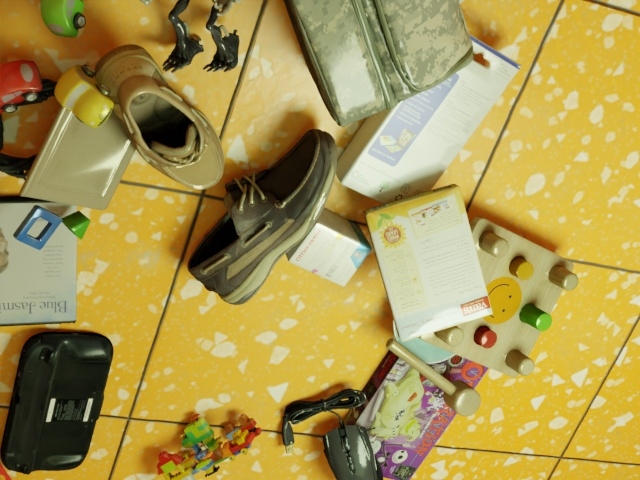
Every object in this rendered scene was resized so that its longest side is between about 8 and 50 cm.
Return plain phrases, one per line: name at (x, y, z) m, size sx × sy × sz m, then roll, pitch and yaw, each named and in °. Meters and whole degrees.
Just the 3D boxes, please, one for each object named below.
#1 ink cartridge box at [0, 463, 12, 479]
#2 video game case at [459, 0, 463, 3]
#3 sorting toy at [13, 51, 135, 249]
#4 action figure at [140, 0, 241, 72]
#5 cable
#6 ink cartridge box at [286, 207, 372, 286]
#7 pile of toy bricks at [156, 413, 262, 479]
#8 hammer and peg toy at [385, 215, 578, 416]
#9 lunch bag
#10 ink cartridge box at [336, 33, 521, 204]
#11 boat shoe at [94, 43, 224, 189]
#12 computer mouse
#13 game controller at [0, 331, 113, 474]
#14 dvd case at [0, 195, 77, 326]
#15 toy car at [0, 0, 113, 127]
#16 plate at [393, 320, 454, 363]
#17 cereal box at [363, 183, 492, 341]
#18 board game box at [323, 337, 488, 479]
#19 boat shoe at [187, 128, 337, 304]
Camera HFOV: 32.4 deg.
ink cartridge box at (-0.687, 0.489, 2.057) m, size 0.224 × 0.056 × 0.181 m, roll -17°, pitch 126°, yaw 6°
video game case at (0.205, -0.482, 1.743) m, size 0.183 × 0.023 × 0.201 m, roll -42°, pitch 125°, yaw 11°
sorting toy at (-0.370, -0.144, 1.724) m, size 0.196 × 0.047 × 0.348 m, roll 8°, pitch 115°, yaw -57°
action figure at (-0.181, -0.374, 1.612) m, size 0.164 × 0.141 × 0.276 m, roll 10°, pitch 129°, yaw 13°
cable at (-0.449, -0.183, 1.722) m, size 0.150 × 0.047 × 0.184 m, roll 38°, pitch 102°, yaw -26°
ink cartridge box at (0.000, 0.000, 1.949) m, size 0.143 × 0.090 × 0.092 m, roll 27°, pitch 111°, yaw -29°
pile of toy bricks at (-0.223, 0.386, 2.138) m, size 0.212 × 0.118 × 0.105 m, roll -31°, pitch 99°, yaw 23°
hammer and peg toy at (0.303, 0.157, 2.070) m, size 0.266 × 0.127 × 0.361 m, roll 25°, pitch 95°, yaw -29°
lunch bag at (0.083, -0.361, 1.662) m, size 0.256 × 0.213 × 0.305 m, roll -22°, pitch 125°, yaw 0°
ink cartridge box at (0.180, -0.209, 1.887) m, size 0.165 × 0.065 × 0.333 m, roll 25°, pitch 113°, yaw -29°
boat shoe at (-0.235, -0.160, 1.711) m, size 0.121 × 0.110 × 0.341 m, roll -35°, pitch 146°, yaw 3°
computer mouse at (0.021, 0.429, 2.208) m, size 0.184 × 0.060 × 0.262 m, roll -10°, pitch 112°, yaw 6°
game controller at (-0.483, 0.301, 2.021) m, size 0.166 × 0.067 × 0.319 m, roll -1°, pitch 124°, yaw -34°
dvd case at (-0.502, 0.037, 1.857) m, size 0.180 × 0.022 × 0.253 m, roll -2°, pitch 123°, yaw -16°
toy car at (-0.390, -0.286, 1.602) m, size 0.053 × 0.239 × 0.225 m, roll 13°, pitch 89°, yaw -61°
plate at (0.218, 0.144, 2.126) m, size 0.188 × 0.024 × 0.188 m, roll -6°, pitch 104°, yaw -25°
cereal box at (0.188, 0.039, 1.927) m, size 0.173 × 0.047 × 0.240 m, roll -16°, pitch 101°, yaw -3°
board game box at (0.178, 0.341, 2.256) m, size 0.208 × 0.056 × 0.347 m, roll 17°, pitch 115°, yaw -31°
boat shoe at (-0.102, -0.044, 1.864) m, size 0.130 × 0.132 × 0.355 m, roll 25°, pitch 111°, yaw -29°
